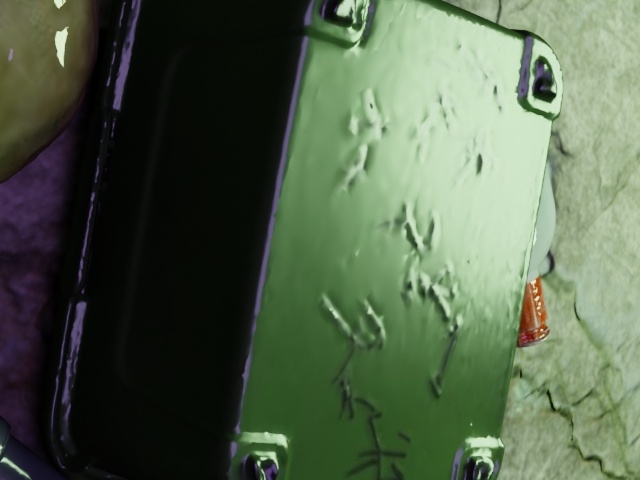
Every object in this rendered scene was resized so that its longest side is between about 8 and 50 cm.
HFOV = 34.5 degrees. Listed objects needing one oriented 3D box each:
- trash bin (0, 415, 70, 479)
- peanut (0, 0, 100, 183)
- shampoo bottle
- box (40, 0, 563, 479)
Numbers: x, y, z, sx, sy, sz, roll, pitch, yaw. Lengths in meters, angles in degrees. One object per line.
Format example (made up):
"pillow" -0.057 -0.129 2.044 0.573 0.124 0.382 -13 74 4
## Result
"trash bin" -0.176 0.189 0.511 0.236 0.101 0.176 45 63 -27
"peanut" -0.194 -0.073 0.469 0.224 0.129 0.129 -46 120 -34
"shampoo bottle" 0.138 -0.025 0.789 0.108 0.051 0.220 -26 109 -37
"box" 0.000 0.000 0.599 0.253 0.178 0.328 9 88 -38
